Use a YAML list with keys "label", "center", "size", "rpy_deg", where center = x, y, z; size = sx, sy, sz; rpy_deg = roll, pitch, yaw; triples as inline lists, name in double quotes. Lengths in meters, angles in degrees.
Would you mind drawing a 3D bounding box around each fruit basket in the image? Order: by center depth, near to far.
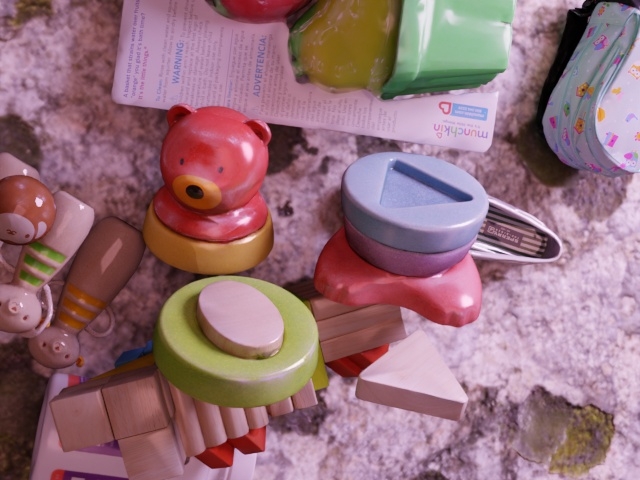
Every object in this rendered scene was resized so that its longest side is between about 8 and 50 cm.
- label: "fruit basket"
  center: [0.004, -0.261, 0.885]
  size: [0.353, 0.165, 0.327]
  rpy_deg: [6, 90, 2]

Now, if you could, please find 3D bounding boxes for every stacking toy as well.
- label: "stacking toy"
  center: [0.000, 0.000, 0.793]
  size: [0.308, 0.279, 0.130]
  rpy_deg: [6, 124, -5]

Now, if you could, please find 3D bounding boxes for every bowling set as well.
- label: "bowling set"
  center: [-0.288, 0.002, 0.789]
  size: [0.287, 0.200, 0.154]
  rpy_deg: [32, 88, -13]

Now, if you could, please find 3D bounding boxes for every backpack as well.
- label: "backpack"
  center: [0.306, -0.155, 0.982]
  size: [0.152, 0.115, 0.182]
  rpy_deg: [31, 89, -19]

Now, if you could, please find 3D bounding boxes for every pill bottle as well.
- label: "pill bottle"
  center: [-0.161, 0.190, 0.885]
  size: [0.193, 0.108, 0.108]
  rpy_deg: [13, 92, -17]

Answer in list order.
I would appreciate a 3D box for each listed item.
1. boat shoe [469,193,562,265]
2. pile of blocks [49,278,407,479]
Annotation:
- label: "boat shoe"
  center: [0.140, -0.025, 0.966]
  size: [0.226, 0.076, 0.083]
  rpy_deg: [10, 92, -17]
- label: "pile of blocks"
  center: [-0.071, 0.127, 0.861]
  size: [0.362, 0.149, 0.113]
  rpy_deg: [-19, 99, -37]
